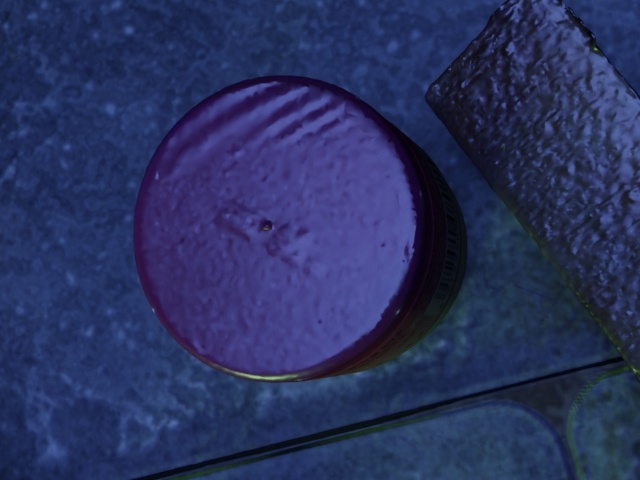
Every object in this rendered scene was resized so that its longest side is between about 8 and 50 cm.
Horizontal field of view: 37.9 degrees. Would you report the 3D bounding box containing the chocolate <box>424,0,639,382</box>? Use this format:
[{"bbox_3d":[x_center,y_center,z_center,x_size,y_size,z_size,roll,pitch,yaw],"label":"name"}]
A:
[{"bbox_3d":[0.200,-0.006,0.587,0.112,0.112,0.321,-41,76,19],"label":"chocolate"}]

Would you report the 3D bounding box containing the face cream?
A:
[{"bbox_3d":[0.000,0.000,0.599,0.175,0.195,0.175,-2,84,18],"label":"face cream"}]
